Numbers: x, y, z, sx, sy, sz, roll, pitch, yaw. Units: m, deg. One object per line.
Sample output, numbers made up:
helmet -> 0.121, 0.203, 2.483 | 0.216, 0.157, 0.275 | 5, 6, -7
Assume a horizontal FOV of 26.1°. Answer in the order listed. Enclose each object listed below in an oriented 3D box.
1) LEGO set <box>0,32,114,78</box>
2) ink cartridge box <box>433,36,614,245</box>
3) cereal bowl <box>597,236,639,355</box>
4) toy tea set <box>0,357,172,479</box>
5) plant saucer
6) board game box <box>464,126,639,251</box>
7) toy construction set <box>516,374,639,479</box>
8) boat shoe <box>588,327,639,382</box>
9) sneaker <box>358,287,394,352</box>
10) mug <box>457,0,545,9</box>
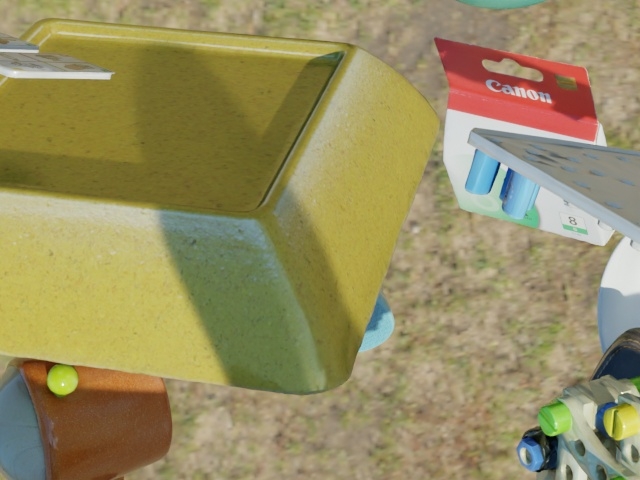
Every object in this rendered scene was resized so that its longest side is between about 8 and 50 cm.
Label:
LEGO set -> -0.262, -0.093, 0.752 | 0.182, 0.244, 0.060 | 21, 107, 33
ink cartridge box -> 0.207, -0.099, 1.431 | 0.181, 0.225, 0.056 | 17, 61, 34
cereal bowl -> 0.493, 0.102, 1.582 | 0.339, 0.141, 0.339 | 20, 119, 41
toy tea set -> -0.185, 0.189, 0.948 | 0.200, 0.124, 0.336 | 31, 127, 58
plant saucer -> -0.112, -0.052, 0.873 | 0.333, 0.333, 0.081 | 6, 124, 12
board game box -> 0.358, 0.022, 1.035 | 0.390, 0.390, 0.050 | 38, 117, 52
toy construction set -> 0.270, 0.269, 1.310 | 0.215, 0.151, 0.328 | 35, 117, 53
boat shoe -> 0.324, 0.270, 1.577 | 0.132, 0.130, 0.355 | 25, 119, 27
sneaker -> 0.000, 0.000, 1.998 | 0.127, 0.319, 0.208 | -21, 46, 0
mug -> 0.117, -0.218, 0.875 | 0.129, 0.158, 0.097 | 1, 140, 12
